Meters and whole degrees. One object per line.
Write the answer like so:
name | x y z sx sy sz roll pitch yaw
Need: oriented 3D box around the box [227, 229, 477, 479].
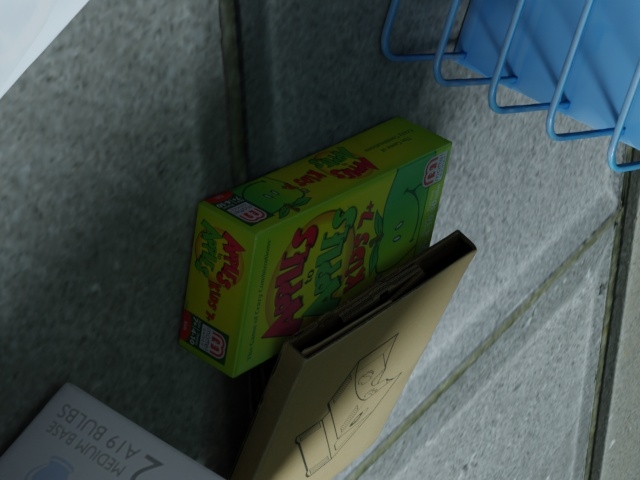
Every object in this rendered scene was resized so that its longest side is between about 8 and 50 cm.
box | 0.011 0.096 1.039 0.164 0.021 0.201 -31 153 -41

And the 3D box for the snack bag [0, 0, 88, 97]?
snack bag | -0.085 -0.199 0.343 0.342 0.037 0.323 -51 137 -16

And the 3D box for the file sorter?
file sorter | 0.135 -0.124 0.949 0.104 0.170 0.118 -9 122 -51

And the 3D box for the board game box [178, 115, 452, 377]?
board game box | 0.000 0.000 0.966 0.181 0.043 0.092 -27 137 -47

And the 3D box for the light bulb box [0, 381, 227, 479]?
light bulb box | -0.080 0.325 0.794 0.361 0.358 0.225 -51 147 -21
